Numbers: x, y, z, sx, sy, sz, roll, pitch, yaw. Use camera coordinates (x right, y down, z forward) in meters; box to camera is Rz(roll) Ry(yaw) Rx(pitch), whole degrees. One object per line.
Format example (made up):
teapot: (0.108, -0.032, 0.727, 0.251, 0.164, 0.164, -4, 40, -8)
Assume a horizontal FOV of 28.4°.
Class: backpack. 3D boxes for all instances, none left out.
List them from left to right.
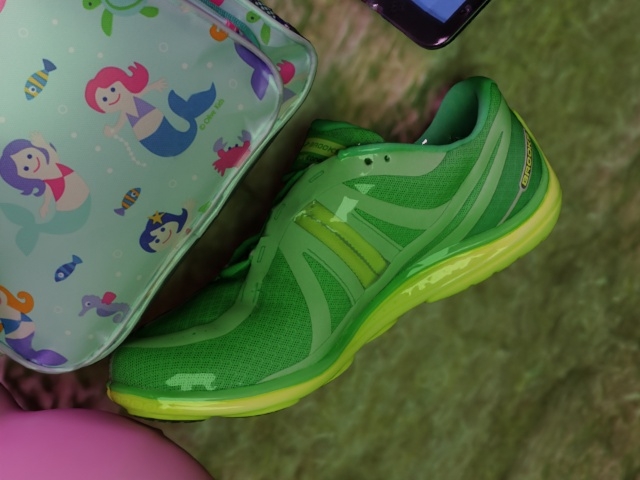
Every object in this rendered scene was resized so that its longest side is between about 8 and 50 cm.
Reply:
backpack: (-0.154, -0.076, 0.588, 0.253, 0.191, 0.225, 36, 95, -21)

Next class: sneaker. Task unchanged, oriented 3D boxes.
sneaker: (0.000, 0.000, 0.700, 0.295, 0.109, 0.123, -31, 108, -26)

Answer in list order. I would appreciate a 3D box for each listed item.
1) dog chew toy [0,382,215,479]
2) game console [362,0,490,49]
dog chew toy: (-0.202, 0.146, 0.622, 0.332, 0.206, 0.206, 28, 99, 1)
game console: (0.056, -0.196, 0.664, 0.144, 0.085, 0.124, -47, 116, 1)
